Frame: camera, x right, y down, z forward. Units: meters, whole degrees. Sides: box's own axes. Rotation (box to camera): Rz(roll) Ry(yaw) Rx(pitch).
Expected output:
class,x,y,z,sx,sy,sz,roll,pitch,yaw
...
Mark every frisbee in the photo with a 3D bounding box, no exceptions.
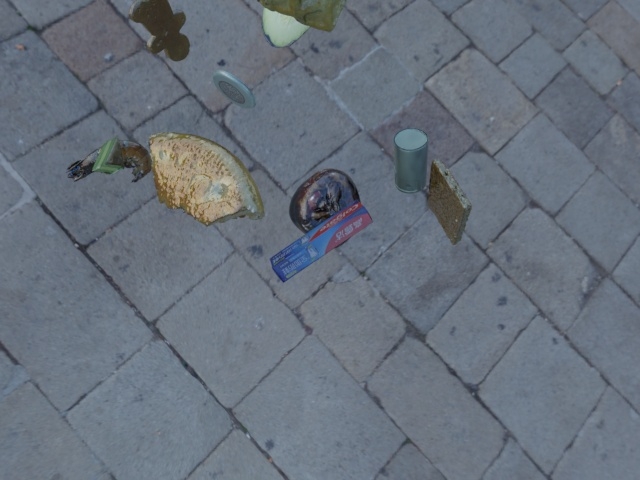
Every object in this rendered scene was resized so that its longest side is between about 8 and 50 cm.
class,x,y,z,sx,sy,sz,roll,pitch,yaw
frisbee,-0.186,-0.321,1.034,0.110,0.110,0.014,33,77,-2

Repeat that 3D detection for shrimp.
class,x,y,z,sx,sy,sz,roll,pitch,yaw
shrimp,-0.736,-0.257,1.713,0.290,0.222,0.054,-21,66,2

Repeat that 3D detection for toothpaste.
class,x,y,z,sx,sy,sz,roll,pitch,yaw
toothpaste,0.000,0.000,1.419,0.320,0.076,0.066,-35,114,1

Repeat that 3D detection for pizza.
class,x,y,z,sx,sy,sz,roll,pitch,yaw
pizza,-0.199,-0.103,0.809,0.270,0.056,0.135,24,93,23

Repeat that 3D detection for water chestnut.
class,x,y,z,sx,sy,sz,roll,pitch,yaw
water chestnut,0.033,-0.119,1.763,0.244,0.289,0.289,26,62,39

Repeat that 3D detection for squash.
class,x,y,z,sx,sy,sz,roll,pitch,yaw
squash,-0.102,-0.816,1.737,0.236,0.204,0.155,16,42,15

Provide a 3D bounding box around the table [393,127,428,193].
class,x,y,z,sx,sy,sz,roll,pitch,yaw
table,0.339,-0.297,1.810,0.126,0.220,0.127,-6,51,7

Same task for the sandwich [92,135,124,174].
class,x,y,z,sx,sy,sz,roll,pitch,yaw
sandwich,-0.681,-0.277,1.529,0.074,0.074,0.117,-20,80,25

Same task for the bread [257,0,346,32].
class,x,y,z,sx,sy,sz,roll,pitch,yaw
bread,-0.048,-0.707,1.314,0.251,0.196,0.239,15,42,-34

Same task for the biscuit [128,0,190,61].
class,x,y,z,sx,sy,sz,roll,pitch,yaw
biscuit,-0.576,-0.780,1.764,0.049,0.301,0.197,34,81,25

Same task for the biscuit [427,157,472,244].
class,x,y,z,sx,sy,sz,roll,pitch,yaw
biscuit,0.271,-0.078,1.030,0.025,0.231,0.131,-28,70,-1
